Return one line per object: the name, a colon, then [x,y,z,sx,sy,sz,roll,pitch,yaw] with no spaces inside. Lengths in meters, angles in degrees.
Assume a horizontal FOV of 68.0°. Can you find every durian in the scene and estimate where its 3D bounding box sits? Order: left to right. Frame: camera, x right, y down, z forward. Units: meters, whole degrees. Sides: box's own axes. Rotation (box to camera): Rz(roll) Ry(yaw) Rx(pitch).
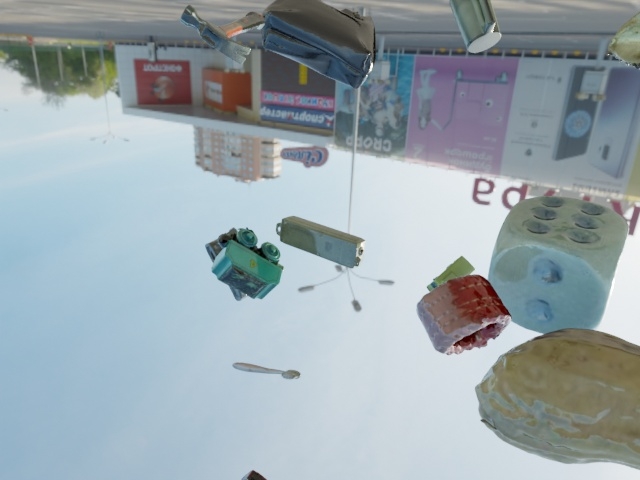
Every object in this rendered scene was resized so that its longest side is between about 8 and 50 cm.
durian: [0.412,-0.250,0.582,0.066,0.052,0.130,38,164,-4]

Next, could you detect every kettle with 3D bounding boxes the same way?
kettle: [0.408,-0.579,1.221,0.098,0.148,0.127,-8,168,-28]

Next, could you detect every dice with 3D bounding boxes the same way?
dice: [0.584,0.058,1.180,0.264,0.263,0.268,17,-142,32]

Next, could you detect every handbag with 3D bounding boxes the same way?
handbag: [0.009,-0.612,1.374,0.342,0.152,0.288,24,-127,-6]

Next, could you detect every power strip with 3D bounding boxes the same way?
power strip: [0.000,0.000,1.249,0.272,0.078,0.052,19,-158,31]

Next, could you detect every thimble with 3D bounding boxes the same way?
thimble: [0.310,0.162,1.033,0.189,0.163,0.125,3,-131,-39]

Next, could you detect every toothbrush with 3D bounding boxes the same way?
toothbrush: [-0.166,0.370,1.352,0.029,0.025,0.307,-1,175,-44]

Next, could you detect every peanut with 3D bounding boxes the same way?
peanut: [0.328,0.167,0.490,0.313,0.149,0.149,-1,-162,28]

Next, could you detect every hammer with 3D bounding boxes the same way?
hammer: [-0.153,-0.389,0.865,0.111,0.033,0.288,37,-151,-13]

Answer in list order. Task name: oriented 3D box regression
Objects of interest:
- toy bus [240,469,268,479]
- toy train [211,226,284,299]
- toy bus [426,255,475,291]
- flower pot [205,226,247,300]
toy bus: [-0.159,0.526,0.862,0.081,0.089,0.195,42,-139,-2]
toy train: [-0.192,0.062,1.262,0.198,0.107,0.154,32,-143,-19]
toy bus: [0.501,0.145,1.824,0.175,0.101,0.088,-38,-102,-20]
flower pot: [-0.278,0.079,1.564,0.108,0.229,0.103,-31,175,-26]
